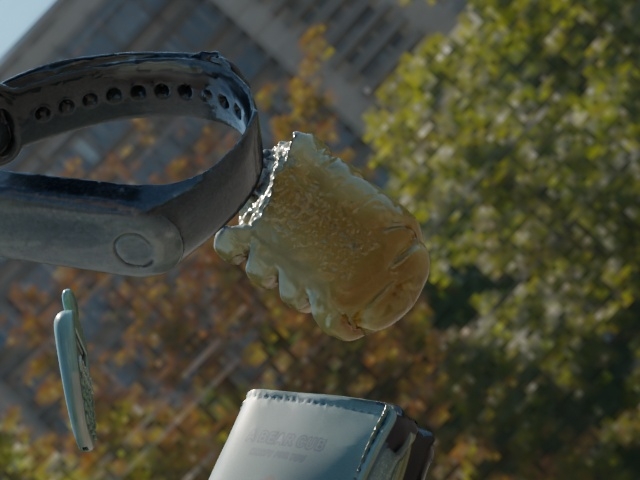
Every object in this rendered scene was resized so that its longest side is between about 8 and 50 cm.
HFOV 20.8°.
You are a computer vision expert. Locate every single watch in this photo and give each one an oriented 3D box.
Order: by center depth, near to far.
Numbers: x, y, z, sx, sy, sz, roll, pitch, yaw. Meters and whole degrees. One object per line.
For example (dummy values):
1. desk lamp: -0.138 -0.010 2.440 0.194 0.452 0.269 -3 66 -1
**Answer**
1. watch: -0.143 -0.058 1.150 0.193 0.206 0.068 -73 -16 -50

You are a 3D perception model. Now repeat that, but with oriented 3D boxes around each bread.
1. bread: 0.000 0.000 1.336 0.119 0.177 0.084 -48 -14 -11

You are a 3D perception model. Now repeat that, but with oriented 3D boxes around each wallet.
1. wallet: -0.034 0.223 1.214 0.075 0.176 0.250 45 -121 -36

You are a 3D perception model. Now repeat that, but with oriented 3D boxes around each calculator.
1. calculator: -0.222 0.118 1.582 0.021 0.153 0.095 -12 -24 -4
